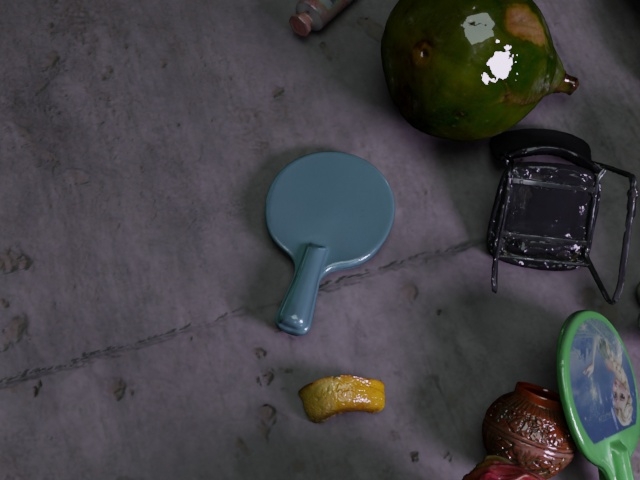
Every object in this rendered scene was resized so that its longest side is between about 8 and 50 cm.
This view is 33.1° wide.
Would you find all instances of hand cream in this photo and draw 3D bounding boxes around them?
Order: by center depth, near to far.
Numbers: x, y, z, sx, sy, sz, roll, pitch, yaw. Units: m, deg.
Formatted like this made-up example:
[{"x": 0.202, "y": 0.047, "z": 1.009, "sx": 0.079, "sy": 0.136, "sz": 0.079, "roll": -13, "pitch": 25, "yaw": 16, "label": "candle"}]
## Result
[{"x": 0.035, "y": -0.334, "z": 1.371, "sx": 0.067, "sy": 0.043, "sz": 0.210, "roll": 38, "pitch": 64, "yaw": 11, "label": "hand cream"}]

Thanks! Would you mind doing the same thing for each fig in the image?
[{"x": 0.193, "y": -0.206, "z": 1.265, "sx": 0.244, "sy": 0.195, "sz": 0.195, "roll": 11, "pitch": 61, "yaw": -37, "label": "fig"}]

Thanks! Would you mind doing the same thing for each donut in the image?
[{"x": 0.027, "y": 0.171, "z": 1.153, "sx": 0.083, "sy": 0.067, "sz": 0.038, "roll": 13, "pitch": 54, "yaw": -32, "label": "donut"}]

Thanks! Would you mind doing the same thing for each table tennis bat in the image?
[{"x": 0.297, "y": 0.198, "z": 1.114, "sx": 0.160, "sy": 0.039, "sz": 0.257, "roll": 0, "pitch": 79, "yaw": -50, "label": "table tennis bat"}, {"x": 0.000, "y": 0.000, "z": 1.224, "sx": 0.149, "sy": 0.038, "sz": 0.237, "roll": 16, "pitch": 62, "yaw": 2, "label": "table tennis bat"}]

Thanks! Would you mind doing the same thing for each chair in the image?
[{"x": 0.256, "y": -0.037, "z": 1.219, "sx": 0.140, "sy": 0.221, "sz": 0.145, "roll": 6, "pitch": 109, "yaw": -1, "label": "chair"}]

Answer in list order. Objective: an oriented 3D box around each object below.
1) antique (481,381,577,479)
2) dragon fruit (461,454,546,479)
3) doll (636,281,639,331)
[{"x": 0.215, "y": 0.202, "z": 1.111, "sx": 0.104, "sy": 0.104, "sz": 0.104, "roll": 1, "pitch": 66, "yaw": -2, "label": "antique"}, {"x": 0.154, "y": 0.364, "z": 0.965, "sx": 0.250, "sy": 0.250, "sz": 0.315, "roll": 31, "pitch": 61, "yaw": 10, "label": "dragon fruit"}, {"x": 0.455, "y": 0.004, "z": 1.164, "sx": 0.154, "sy": 0.228, "sz": 0.259, "roll": 11, "pitch": 76, "yaw": -41, "label": "doll"}]
